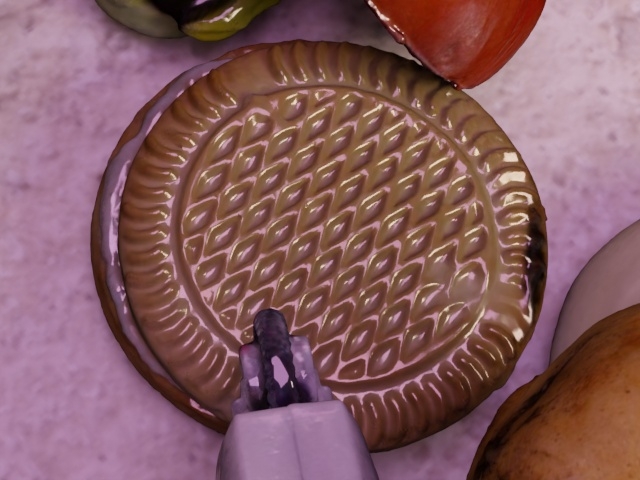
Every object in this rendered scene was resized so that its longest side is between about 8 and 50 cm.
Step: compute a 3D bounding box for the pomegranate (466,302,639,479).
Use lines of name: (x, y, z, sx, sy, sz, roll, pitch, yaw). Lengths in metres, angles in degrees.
pomegranate: (0.172, 0.153, 0.807, 0.260, 0.260, 0.260, 2, 71, -7)

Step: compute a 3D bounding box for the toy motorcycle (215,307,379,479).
toy motorcycle: (-0.004, 0.162, 0.852, 0.110, 0.171, 0.260, -9, 42, -4)

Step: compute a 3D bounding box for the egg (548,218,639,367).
egg: (0.272, 0.064, 0.978, 0.286, 0.174, 0.264, -3, 68, -5)

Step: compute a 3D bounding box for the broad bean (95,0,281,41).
broad bean: (-0.067, -0.220, 1.071, 0.169, 0.100, 0.228, 0, 70, -16)

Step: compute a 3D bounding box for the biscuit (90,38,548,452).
biscuit: (0.000, 0.000, 1.010, 0.259, 0.079, 0.259, 2, 71, -7)

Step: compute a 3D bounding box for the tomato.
tomato: (0.056, -0.198, 1.011, 0.085, 0.225, 0.225, -30, 74, 23)
